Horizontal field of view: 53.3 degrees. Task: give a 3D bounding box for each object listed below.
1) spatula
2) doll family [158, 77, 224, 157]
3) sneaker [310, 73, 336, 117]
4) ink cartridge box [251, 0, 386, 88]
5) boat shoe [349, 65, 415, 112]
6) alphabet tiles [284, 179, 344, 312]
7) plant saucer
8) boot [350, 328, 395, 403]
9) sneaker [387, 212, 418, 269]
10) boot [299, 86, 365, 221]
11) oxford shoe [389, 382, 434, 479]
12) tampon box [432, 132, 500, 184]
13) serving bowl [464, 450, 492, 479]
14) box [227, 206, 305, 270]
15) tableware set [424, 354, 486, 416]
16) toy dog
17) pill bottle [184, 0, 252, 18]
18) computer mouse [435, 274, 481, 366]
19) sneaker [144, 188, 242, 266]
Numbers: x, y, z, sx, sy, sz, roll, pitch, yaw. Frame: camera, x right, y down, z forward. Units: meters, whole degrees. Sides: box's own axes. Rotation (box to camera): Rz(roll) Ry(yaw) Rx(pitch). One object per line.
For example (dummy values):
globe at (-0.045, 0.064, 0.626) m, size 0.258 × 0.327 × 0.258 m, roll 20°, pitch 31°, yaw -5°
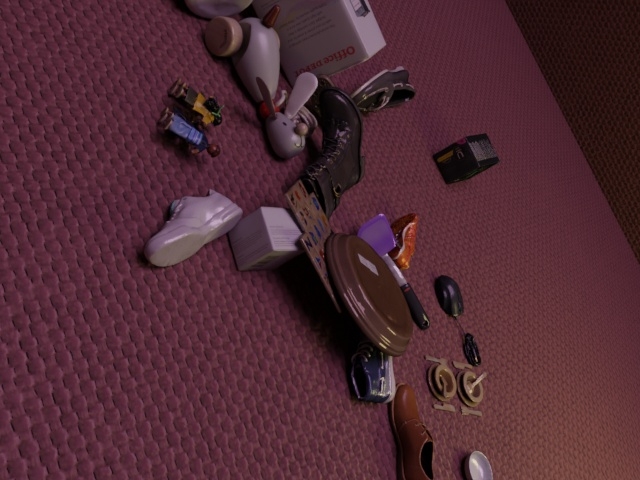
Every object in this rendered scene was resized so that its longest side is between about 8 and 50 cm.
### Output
spatula at (0.176, 0.082, 1.463) m, size 0.084 × 0.030 × 0.296 m, roll -31°, pitch 99°, yaw -9°
doll family at (-0.234, -0.226, 1.201) m, size 0.111 × 0.076 × 0.192 m, roll 37°, pitch 48°, yaw -32°
sneaker at (0.023, -0.327, 1.518) m, size 0.188 × 0.066 × 0.071 m, roll 66°, pitch 23°, yaw -46°
ink cartridge box at (-0.019, -0.535, 1.462) m, size 0.306 × 0.226 × 0.131 m, roll 63°, pitch 38°, yaw -19°
boat shoe at (0.180, -0.401, 1.736) m, size 0.095 × 0.112 × 0.335 m, roll 53°, pitch 35°, yaw -2°
alphabet tiles at (0.000, 0.000, 1.233) m, size 0.237 × 0.009 × 0.198 m, roll 62°, pitch 18°, yaw -12°
plant saucer at (0.105, 0.099, 1.273) m, size 0.278 × 0.041 × 0.277 m, roll 47°, pitch 23°, yaw -27°
boot at (0.098, 0.227, 1.269) m, size 0.086 × 0.069 × 0.189 m, roll 18°, pitch 54°, yaw -47°
sneaker at (0.202, 0.001, 1.553) m, size 0.067 × 0.064 × 0.175 m, roll 55°, pitch 43°, yaw -31°
boot at (0.019, -0.180, 1.383) m, size 0.229 × 0.091 × 0.262 m, roll -49°, pitch 130°, yaw -51°
oxford shoe at (0.190, 0.382, 1.270) m, size 0.076 × 0.076 × 0.212 m, roll 19°, pitch 51°, yaw -37°
tampon box at (0.438, -0.246, 1.911) m, size 0.161 × 0.120 × 0.101 m, roll -17°, pitch 80°, yaw -51°
serving bowl at (0.340, 0.505, 1.392) m, size 0.083 × 0.027 × 0.083 m, roll 27°, pitch 48°, yaw -35°
box at (-0.097, -0.002, 1.178) m, size 0.102 × 0.101 × 0.087 m, roll 0°, pitch 67°, yaw -50°
tableware set at (0.321, 0.332, 1.473) m, size 0.194 × 0.039 × 0.128 m, roll 20°, pitch 53°, yaw -39°
toy dog at (-0.094, -0.360, 1.364) m, size 0.333 × 0.161 × 0.220 m, roll 52°, pitch 39°, yaw -9°
pill bottle at (-0.245, -0.637, 1.376) m, size 0.162 × 0.162 × 0.278 m, roll 1°, pitch 66°, yaw -48°
computer mouse at (0.354, 0.197, 1.597) m, size 0.071 × 0.041 × 0.242 m, roll -12°, pitch 76°, yaw -51°
sneaker at (-0.232, -0.030, 1.083) m, size 0.094 × 0.080 × 0.212 m, roll 44°, pitch 38°, yaw 10°
